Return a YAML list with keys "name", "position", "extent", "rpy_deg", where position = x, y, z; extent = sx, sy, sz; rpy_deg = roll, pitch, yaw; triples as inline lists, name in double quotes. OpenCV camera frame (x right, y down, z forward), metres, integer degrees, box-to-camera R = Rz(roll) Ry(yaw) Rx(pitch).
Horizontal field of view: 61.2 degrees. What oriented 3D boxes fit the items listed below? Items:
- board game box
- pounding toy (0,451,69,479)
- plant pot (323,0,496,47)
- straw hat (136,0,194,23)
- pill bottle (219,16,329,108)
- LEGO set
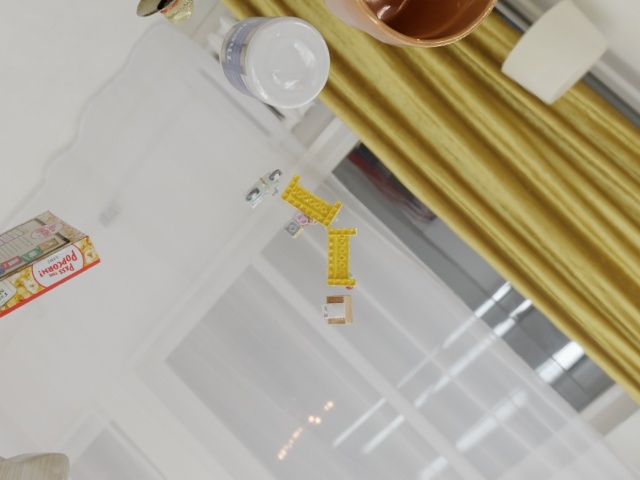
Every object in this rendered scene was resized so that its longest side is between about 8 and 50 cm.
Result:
- name: "board game box"
  position: [-0.409, 0.038, 0.700]
  extent: [0.193, 0.147, 0.045]
  rpy_deg: [-35, 128, -31]
- name: "pounding toy"
  position: [-0.146, 0.217, 0.213]
  extent: [0.154, 0.155, 0.269]
  rpy_deg: [89, 0, -50]
- name: "plant pot"
  position: [0.119, -0.448, 0.853]
  extent: [0.291, 0.291, 0.203]
  rpy_deg: [-45, -155, -7]
- name: "straw hat"
  position: [-0.281, -0.460, 1.050]
  extent: [0.144, 0.144, 0.061]
  rpy_deg: [-46, 137, -4]
- name: "pill bottle"
  position: [-0.045, -0.151, 0.451]
  extent: [0.067, 0.067, 0.120]
  rpy_deg: [-46, -148, -3]
- name: "LEGO set"
  position: [0.000, 0.000, 0.918]
  extent: [0.132, 0.287, 0.107]
  rpy_deg: [-35, 175, 3]
